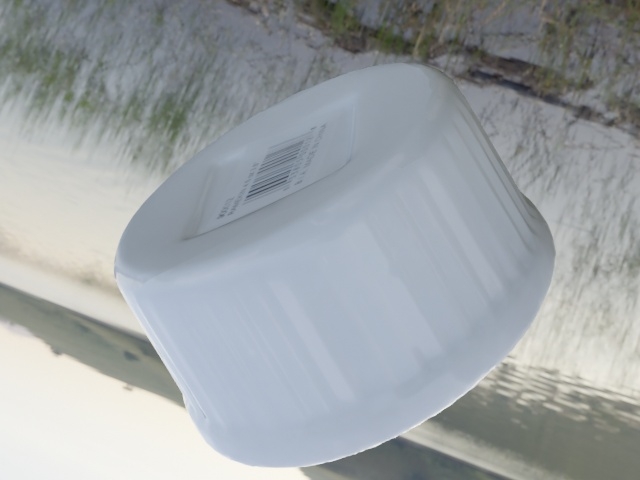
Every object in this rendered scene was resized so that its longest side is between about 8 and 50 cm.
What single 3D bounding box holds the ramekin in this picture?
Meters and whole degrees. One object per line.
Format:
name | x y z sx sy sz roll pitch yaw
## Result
ramekin | 0.000 0.000 0.575 0.277 0.277 0.135 7 134 53
